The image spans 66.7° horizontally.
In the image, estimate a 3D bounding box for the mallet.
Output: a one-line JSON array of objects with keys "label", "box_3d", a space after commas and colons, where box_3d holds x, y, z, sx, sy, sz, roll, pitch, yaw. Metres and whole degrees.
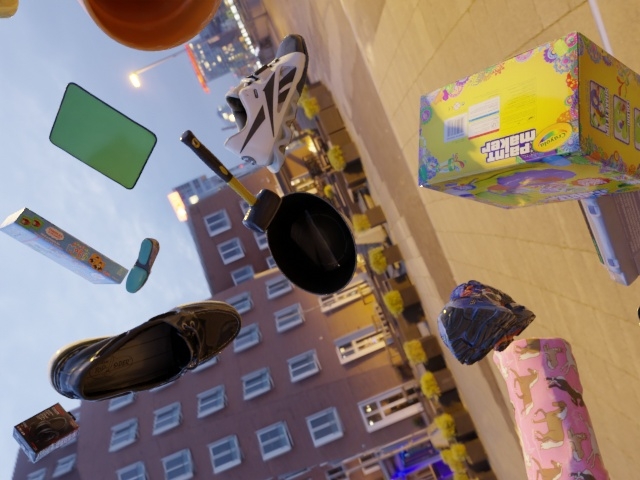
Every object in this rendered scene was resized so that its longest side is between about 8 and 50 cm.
[{"label": "mallet", "box_3d": [-0.123, -0.071, 0.653, 0.039, 0.062, 0.190, 12, 164, 38]}]

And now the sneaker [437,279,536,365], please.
[{"label": "sneaker", "box_3d": [0.187, 0.091, 0.592, 0.087, 0.083, 0.221, 44, -164, 30]}]

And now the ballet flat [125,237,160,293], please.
[{"label": "ballet flat", "box_3d": [-0.330, 0.048, 0.918, 0.041, 0.114, 0.041, 23, -171, -4]}]

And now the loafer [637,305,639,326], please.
[{"label": "loafer", "box_3d": [0.659, 0.142, 0.945, 0.223, 0.078, 0.076, 44, -127, -67]}]

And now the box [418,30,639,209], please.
[{"label": "box", "box_3d": [0.373, -0.176, 0.841, 0.290, 0.279, 0.176, -8, 77, 55]}]

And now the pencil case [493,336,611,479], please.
[{"label": "pencil case", "box_3d": [0.445, 0.378, 0.916, 0.167, 0.160, 0.385, 17, -129, -26]}]

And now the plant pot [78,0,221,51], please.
[{"label": "plant pot", "box_3d": [-0.266, -0.405, 0.677, 0.188, 0.205, 0.205, 48, 173, 26]}]

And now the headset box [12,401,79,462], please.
[{"label": "headset box", "box_3d": [-0.449, 0.313, 0.803, 0.062, 0.032, 0.083, 39, -147, 18]}]

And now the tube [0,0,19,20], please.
[{"label": "tube", "box_3d": [-0.422, -0.267, 0.513, 0.070, 0.062, 0.240, 27, -158, -5]}]

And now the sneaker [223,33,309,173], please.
[{"label": "sneaker", "box_3d": [-0.119, -0.318, 1.030, 0.122, 0.146, 0.330, -32, 45, 61]}]

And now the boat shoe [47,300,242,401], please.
[{"label": "boat shoe", "box_3d": [-0.263, 0.186, 0.826, 0.113, 0.340, 0.127, 3, 96, 48]}]

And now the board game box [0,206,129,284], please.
[{"label": "board game box", "box_3d": [-0.499, 0.019, 0.945, 0.160, 0.039, 0.211, -5, 141, 48]}]

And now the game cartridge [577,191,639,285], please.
[{"label": "game cartridge", "box_3d": [0.666, -0.086, 1.032, 0.355, 0.230, 0.068, 50, 180, -32]}]

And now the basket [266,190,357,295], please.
[{"label": "basket", "box_3d": [0.000, 0.000, 1.000, 0.204, 0.154, 0.227, 58, -171, 2]}]

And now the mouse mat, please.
[{"label": "mouse mat", "box_3d": [-0.430, -0.200, 0.959, 0.190, 0.152, 0.007, 32, -148, -14]}]
